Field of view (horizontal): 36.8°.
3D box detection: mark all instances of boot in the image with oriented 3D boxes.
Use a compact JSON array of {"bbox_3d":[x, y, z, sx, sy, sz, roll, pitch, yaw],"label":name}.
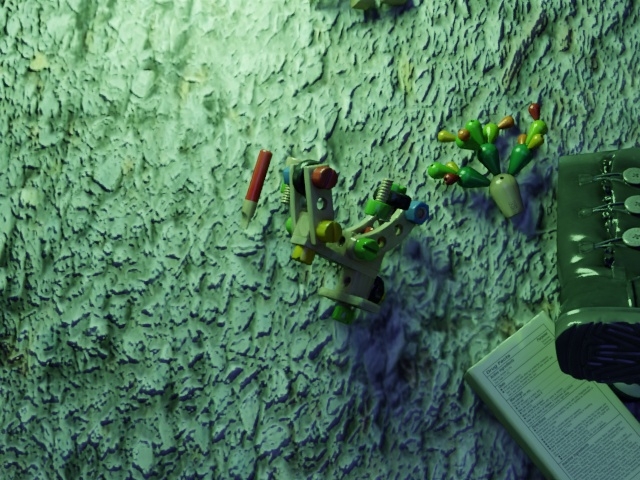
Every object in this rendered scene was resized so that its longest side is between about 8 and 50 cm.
[{"bbox_3d":[0.531,0.032,1.431,0.367,0.146,0.445,10,36,8],"label":"boot"}]

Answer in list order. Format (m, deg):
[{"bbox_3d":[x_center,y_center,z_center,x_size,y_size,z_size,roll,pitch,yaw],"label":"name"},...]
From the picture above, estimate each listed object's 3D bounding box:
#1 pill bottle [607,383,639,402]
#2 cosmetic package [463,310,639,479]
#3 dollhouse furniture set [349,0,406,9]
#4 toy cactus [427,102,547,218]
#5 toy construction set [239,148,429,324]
[{"bbox_3d":[0.488,0.190,1.489,0.112,0.186,0.112,-1,77,4],"label":"pill bottle"},{"bbox_3d":[0.384,0.283,1.514,0.160,0.113,0.309,-37,76,-5],"label":"cosmetic package"},{"bbox_3d":[0.054,-0.481,1.769,0.151,0.123,0.144,-3,73,-32],"label":"dollhouse furniture set"},{"bbox_3d":[0.301,-0.129,1.635,0.219,0.112,0.180,-23,85,-10],"label":"toy cactus"},{"bbox_3d":[0.000,0.000,1.577,0.309,0.257,0.237,18,91,29],"label":"toy construction set"}]
